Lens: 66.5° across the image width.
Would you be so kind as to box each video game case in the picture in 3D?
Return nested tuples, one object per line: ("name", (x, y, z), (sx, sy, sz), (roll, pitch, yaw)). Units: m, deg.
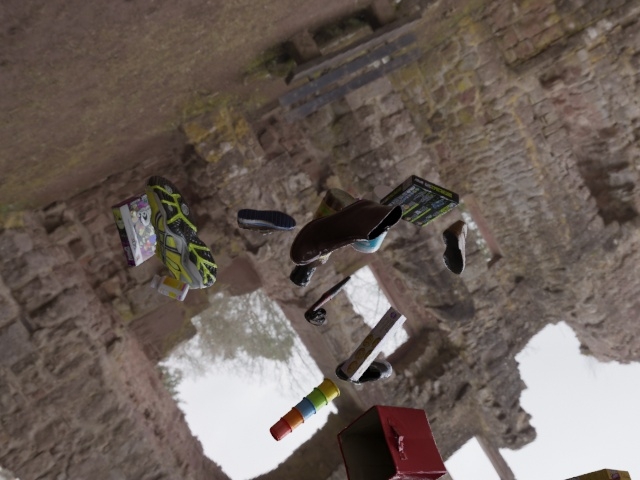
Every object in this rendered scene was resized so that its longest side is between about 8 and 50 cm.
("video game case", (-0.574, -0.059, 1.630), (0.042, 0.210, 0.232), (7, -152, 24))

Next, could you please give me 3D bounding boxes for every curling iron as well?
("curling iron", (0.032, 0.195, 1.622), (0.274, 0.068, 0.035), (-43, 163, -50))

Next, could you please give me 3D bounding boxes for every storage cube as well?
("storage cube", (0.193, 0.580, 1.333), (0.215, 0.193, 0.183), (-49, -141, 31))

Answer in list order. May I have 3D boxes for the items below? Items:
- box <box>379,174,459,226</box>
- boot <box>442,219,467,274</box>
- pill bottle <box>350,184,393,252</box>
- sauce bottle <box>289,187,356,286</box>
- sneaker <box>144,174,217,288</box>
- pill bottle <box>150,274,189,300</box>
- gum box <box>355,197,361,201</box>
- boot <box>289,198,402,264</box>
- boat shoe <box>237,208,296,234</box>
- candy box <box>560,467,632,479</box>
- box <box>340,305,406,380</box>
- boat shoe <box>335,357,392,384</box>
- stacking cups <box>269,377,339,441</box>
("box", (0.319, -0.124, 1.593), (0.191, 0.184, 0.045), (-41, -142, 54))
("boot", (0.627, 0.035, 2.218), (0.112, 0.305, 0.115), (26, -122, 34))
("pill bottle", (0.203, -0.085, 1.871), (0.146, 0.146, 0.264), (-38, 159, -41))
("sauce bottle", (0.000, 0.000, 1.576), (0.344, 0.111, 0.111), (-64, 173, 25))
("sneaker", (-0.468, -0.013, 1.523), (0.147, 0.384, 0.145), (-17, -168, 17))
("pill bottle", (-0.360, 0.110, 1.166), (0.043, 0.083, 0.043), (-157, -90, -83))
("gum box", (0.175, -0.115, 2.101), (0.062, 0.107, 0.188), (-9, 174, 22))
("boot", (0.055, -0.019, 1.169), (0.248, 0.090, 0.207), (-38, -160, -17))
("boat shoe", (-0.168, -0.055, 1.521), (0.066, 0.183, 0.066), (108, -9, -48))
("candy box", (0.873, 0.775, 1.550), (0.186, 0.109, 0.053), (128, -30, -46))
("box", (0.209, 0.408, 1.929), (0.324, 0.067, 0.063), (-51, 144, 1))
("boat shoe", (0.172, 0.602, 2.217), (0.306, 0.113, 0.105), (-9, 179, 40))
("stacking cups", (-0.062, 0.687, 1.961), (0.316, 0.096, 0.096), (-34, -170, -32))
